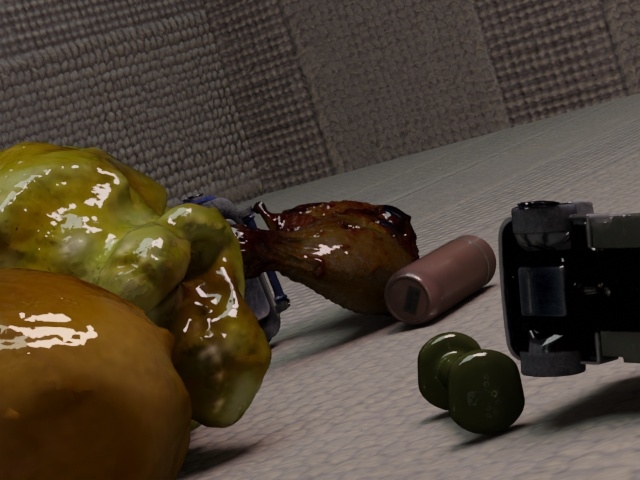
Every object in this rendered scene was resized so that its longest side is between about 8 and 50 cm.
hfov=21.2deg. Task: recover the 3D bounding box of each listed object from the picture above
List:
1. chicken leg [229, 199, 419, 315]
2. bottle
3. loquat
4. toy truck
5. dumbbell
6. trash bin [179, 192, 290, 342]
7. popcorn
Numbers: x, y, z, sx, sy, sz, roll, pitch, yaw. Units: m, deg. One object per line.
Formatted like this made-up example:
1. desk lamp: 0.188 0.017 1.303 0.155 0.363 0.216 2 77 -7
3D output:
1. chicken leg: 0.011 0.005 1.583 0.177 0.083 0.322 21 13 5
2. bottle: 0.109 0.034 1.527 0.053 0.053 0.140 -14 7 33
3. loquat: -0.192 0.109 1.015 0.238 0.193 0.238 -21 13 5
4. toy truck: 0.219 0.024 0.939 0.124 0.114 0.253 -6 3 -40
5. dumbbell: 0.091 0.087 1.058 0.046 0.052 0.118 -8 5 -7
6. trash bin: -0.169 0.063 1.647 0.234 0.162 0.184 -21 2 39
7. popcorn: -0.170 0.051 1.236 0.276 0.225 0.276 24 -4 2
